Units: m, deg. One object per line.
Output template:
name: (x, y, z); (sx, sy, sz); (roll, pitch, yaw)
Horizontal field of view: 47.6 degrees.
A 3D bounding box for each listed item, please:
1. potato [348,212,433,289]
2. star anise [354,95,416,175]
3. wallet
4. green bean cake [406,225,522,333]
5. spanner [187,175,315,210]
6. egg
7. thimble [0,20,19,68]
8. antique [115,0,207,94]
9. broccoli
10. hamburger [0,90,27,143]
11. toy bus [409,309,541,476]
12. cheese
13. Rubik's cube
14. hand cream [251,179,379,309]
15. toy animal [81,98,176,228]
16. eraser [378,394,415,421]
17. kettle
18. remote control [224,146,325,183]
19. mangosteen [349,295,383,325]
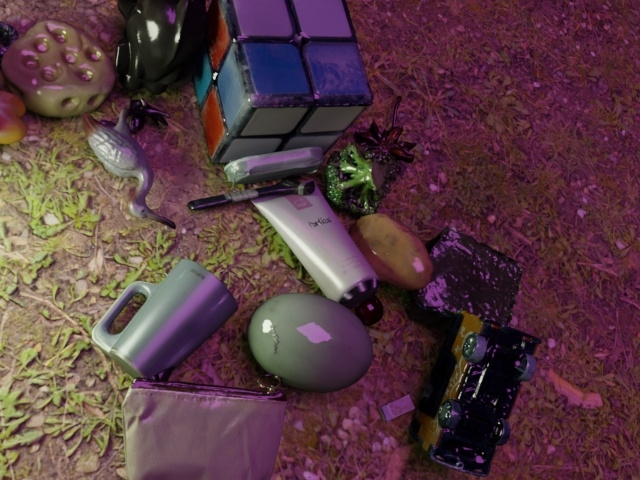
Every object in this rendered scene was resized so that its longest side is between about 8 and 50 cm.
potato: (0.170, 0.027, 1.739); (0.234, 0.128, 0.161); (17, 73, 25)
star anise: (0.188, -0.257, 1.910); (0.234, 0.073, 0.177); (-41, 80, -15)
wallet: (-0.225, 0.394, 1.415); (0.335, 0.068, 0.275); (7, 88, -18)
green bean cake: (0.353, 0.119, 1.799); (0.255, 0.132, 0.241); (25, 64, -8)
spanner: (-0.163, -0.112, 1.714); (0.315, 0.024, 0.087); (-13, 34, -23)
egg: (-0.022, 0.217, 1.546); (0.282, 0.203, 0.203); (23, 61, -17)
thimble: (-0.717, -0.436, 1.590); (0.104, 0.066, 0.095); (33, 62, -7)
antique: (-0.362, -0.483, 1.624); (0.185, 0.322, 0.255); (3, 76, -33)
broccoli: (0.101, -0.152, 1.786); (0.195, 0.156, 0.196); (1, 88, -40)
hamburger: (-0.751, -0.268, 1.434); (0.302, 0.186, 0.261); (-15, 74, -18)
toy bus: (0.335, 0.330, 1.608); (0.161, 0.194, 0.324); (21, 90, -13)
cheese: (-0.575, -0.377, 1.599); (0.235, 0.117, 0.218); (6, 64, -24)
Rubik's cube: (-0.103, -0.380, 1.698); (0.316, 0.313, 0.319); (-5, 72, -26)
hand cream: (0.000, 0.000, 1.691); (0.185, 0.118, 0.359); (-20, 60, -29)
toy animal: (-0.423, -0.183, 1.600); (0.195, 0.090, 0.324); (1, 66, -24)
eraser: (0.175, 0.386, 1.670); (0.083, 0.019, 0.038); (-16, 77, -28)
kettle: (-0.327, 0.160, 1.479); (0.210, 0.160, 0.243); (35, 63, 15)
remote control: (-0.107, -0.178, 1.726); (0.247, 0.104, 0.052); (-11, 80, -21)
mangosteen: (0.109, 0.163, 1.706); (0.080, 0.081, 0.081); (9, 65, -21)
